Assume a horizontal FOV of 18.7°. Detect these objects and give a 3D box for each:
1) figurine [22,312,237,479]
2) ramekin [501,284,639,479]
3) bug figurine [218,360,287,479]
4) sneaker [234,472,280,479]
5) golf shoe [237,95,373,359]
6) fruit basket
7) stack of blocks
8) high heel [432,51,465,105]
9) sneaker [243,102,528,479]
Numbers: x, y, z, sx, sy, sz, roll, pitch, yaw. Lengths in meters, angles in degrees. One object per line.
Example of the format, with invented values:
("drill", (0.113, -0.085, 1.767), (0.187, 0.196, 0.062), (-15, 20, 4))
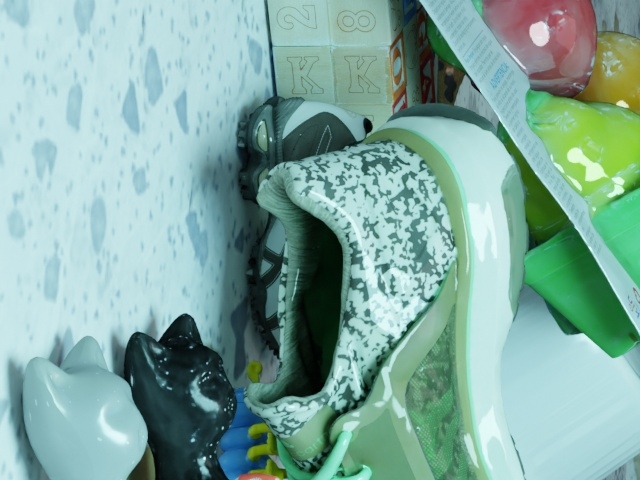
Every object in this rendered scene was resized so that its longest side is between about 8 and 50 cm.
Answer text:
("figurine", (-0.096, 0.149, 1.038), (0.215, 0.092, 0.209), (-6, 89, -73))
("ramekin", (0.168, 0.080, 1.589), (0.277, 0.135, 0.277), (55, 9, -14))
("bug figurine", (-0.017, 0.218, 1.304), (0.279, 0.072, 0.216), (52, 36, -58))
("sneaker", (-0.017, 0.154, 1.053), (0.161, 0.057, 0.075), (-41, 124, -66))
("golf shoe", (0.000, 0.000, 1.310), (0.077, 0.094, 0.198), (-62, 151, -58))
("fruit basket", (0.164, -0.102, 1.395), (0.353, 0.165, 0.327), (49, 25, -6))
("stack of blocks", (0.030, -0.145, 1.403), (0.171, 0.087, 0.297), (-55, 143, -62))
("high heel", (0.085, -0.141, 1.628), (0.261, 0.093, 0.186), (-59, 159, -64))
("sneaker", (0.021, 0.122, 1.200), (0.182, 0.158, 0.410), (-5, 92, -39))
